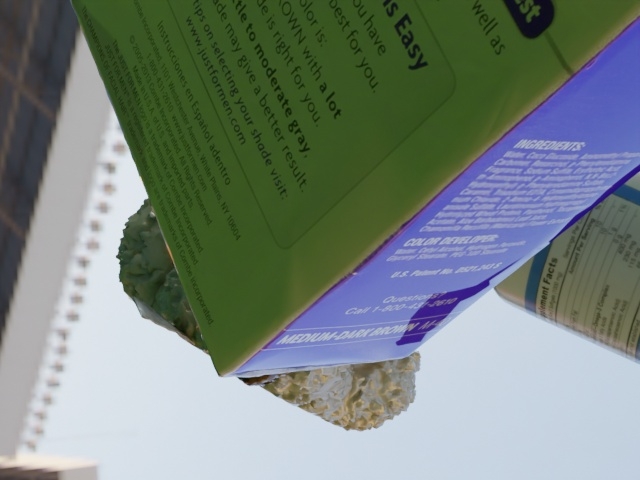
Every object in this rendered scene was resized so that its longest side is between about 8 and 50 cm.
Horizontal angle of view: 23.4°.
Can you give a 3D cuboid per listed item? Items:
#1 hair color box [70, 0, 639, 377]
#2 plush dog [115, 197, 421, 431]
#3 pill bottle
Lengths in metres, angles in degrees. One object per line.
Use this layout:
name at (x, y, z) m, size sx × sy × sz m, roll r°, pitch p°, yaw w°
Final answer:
hair color box at (0.061, -0.116, 0.507) m, size 0.339 × 0.110 × 0.185 m, roll -43°, pitch -118°, yaw 41°
plush dog at (0.000, 0.000, 1.127) m, size 0.225 × 0.262 × 0.210 m, roll -58°, pitch -177°, yaw -3°
pill bottle at (0.174, 0.000, 0.892) m, size 0.221 × 0.124 × 0.124 m, roll 26°, pitch -61°, yaw 21°
